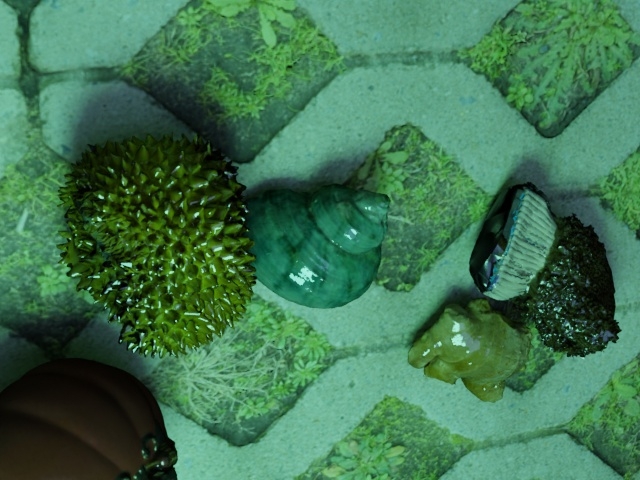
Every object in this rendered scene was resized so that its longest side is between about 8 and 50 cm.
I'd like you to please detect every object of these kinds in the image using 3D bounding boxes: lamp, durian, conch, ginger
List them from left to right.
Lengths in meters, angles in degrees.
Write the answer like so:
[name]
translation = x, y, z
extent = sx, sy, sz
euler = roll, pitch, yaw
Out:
[lamp]
translation = -0.314, 0.297, 1.083
extent = 0.257, 0.303, 0.303
euler = 15, 107, 12
[durian]
translation = -0.186, 0.011, 1.053
extent = 0.258, 0.258, 0.293
euler = -17, 120, -15
[conch]
translation = 0.003, -0.001, 1.175
extent = 0.202, 0.134, 0.196
euler = -43, 120, 0
[ginger]
translation = 0.247, 0.170, 1.355
extent = 0.216, 0.102, 0.157
euler = 24, 104, -28

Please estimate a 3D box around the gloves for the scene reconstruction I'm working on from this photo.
[gloves]
translation = 0.359, 0.061, 1.324
extent = 0.312, 0.135, 0.210
euler = 29, 57, -33
